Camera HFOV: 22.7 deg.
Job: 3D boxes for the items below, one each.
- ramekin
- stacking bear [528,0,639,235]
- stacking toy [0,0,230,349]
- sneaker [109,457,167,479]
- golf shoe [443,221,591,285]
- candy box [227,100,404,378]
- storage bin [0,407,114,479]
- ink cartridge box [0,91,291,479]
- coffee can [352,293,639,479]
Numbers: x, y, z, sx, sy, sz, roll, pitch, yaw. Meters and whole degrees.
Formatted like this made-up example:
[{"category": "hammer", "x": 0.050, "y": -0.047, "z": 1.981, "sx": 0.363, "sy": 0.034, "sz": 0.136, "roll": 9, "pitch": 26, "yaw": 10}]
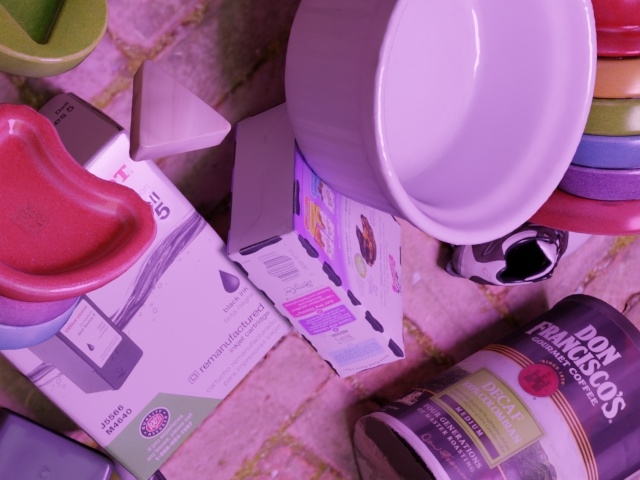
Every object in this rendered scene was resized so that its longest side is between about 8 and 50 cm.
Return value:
[{"category": "ramekin", "x": 0.099, "y": -0.143, "z": 1.355, "sx": 0.277, "sy": 0.135, "sz": 0.277, "roll": -14, "pitch": 111, "yaw": -41}, {"category": "stacking bear", "x": 0.286, "y": -0.165, "z": 1.559, "sx": 0.175, "sy": 0.164, "sz": 0.289, "roll": -17, "pitch": 115, "yaw": -28}, {"category": "stacking toy", "x": -0.249, "y": -0.078, "z": 1.192, "sx": 0.279, "sy": 0.309, "sz": 0.130, "roll": -41, "pitch": 176, "yaw": -43}, {"category": "sneaker", "x": -0.205, "y": 0.381, "z": 1.470, "sx": 0.147, "sy": 0.145, "sz": 0.384, "roll": -2, "pitch": 110, "yaw": -32}, {"category": "golf shoe", "x": 0.224, "y": 0.010, "z": 1.631, "sx": 0.198, "sy": 0.094, "sz": 0.077, "roll": -18, "pitch": 119, "yaw": -30}, {"category": "candy box", "x": 0.000, "y": 0.000, "z": 1.420, "sx": 0.070, "sy": 0.164, "sz": 0.196, "roll": -21, "pitch": 133, "yaw": 22}, {"category": "storage bin", "x": -0.249, "y": 0.209, "z": 1.390, "sx": 0.135, "sy": 0.098, "sz": 0.091, "roll": 29, "pitch": 82, "yaw": -16}, {"category": "ink cartridge box", "x": -0.183, "y": 0.042, "z": 1.344, "sx": 0.198, "sy": 0.115, "sz": 0.273, "roll": -47, "pitch": 129, "yaw": -9}, {"category": "coffee can", "x": 0.201, "y": 0.205, "z": 1.634, "sx": 0.275, "sy": 0.201, "sz": 0.201, "roll": -28, "pitch": 125, "yaw": -22}]
